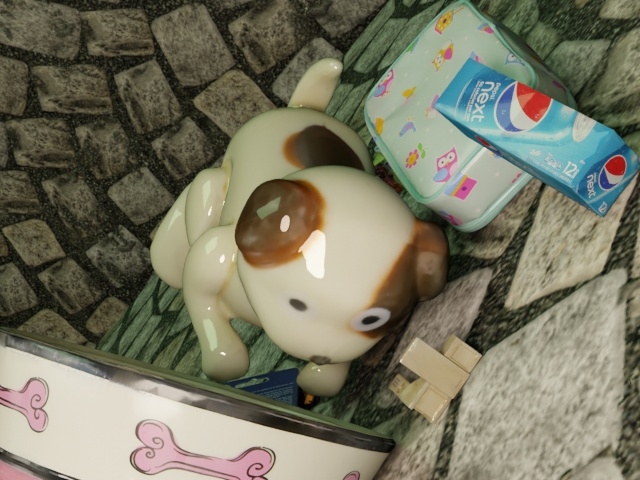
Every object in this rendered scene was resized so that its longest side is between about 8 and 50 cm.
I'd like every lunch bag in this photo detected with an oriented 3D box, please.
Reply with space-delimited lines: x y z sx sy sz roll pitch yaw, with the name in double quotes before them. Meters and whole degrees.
"lunch bag" 0.171 -0.152 1.227 0.224 0.108 0.279 -51 32 19

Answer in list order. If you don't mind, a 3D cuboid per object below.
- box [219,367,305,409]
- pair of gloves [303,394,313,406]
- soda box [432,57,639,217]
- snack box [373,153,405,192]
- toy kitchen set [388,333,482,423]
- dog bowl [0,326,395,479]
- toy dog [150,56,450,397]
"box" -0.090 0.245 1.276 0.136 0.036 0.225 -14 25 8
"pair of gloves" 0.011 0.175 1.301 0.083 0.010 0.074 -38 19 44
"soda box" 0.211 -0.106 1.000 0.067 0.071 0.210 -54 43 4
"snack box" 0.177 -0.185 1.472 0.207 0.070 0.174 -32 27 53
"toy kitchen set" 0.101 0.123 1.014 0.083 0.068 0.075 -54 14 -1
"dog bowl" -0.141 0.210 0.996 0.408 0.408 0.150 171 117 -70
"toy dog" 0.000 0.000 1.185 0.395 0.285 0.408 -61 18 7
